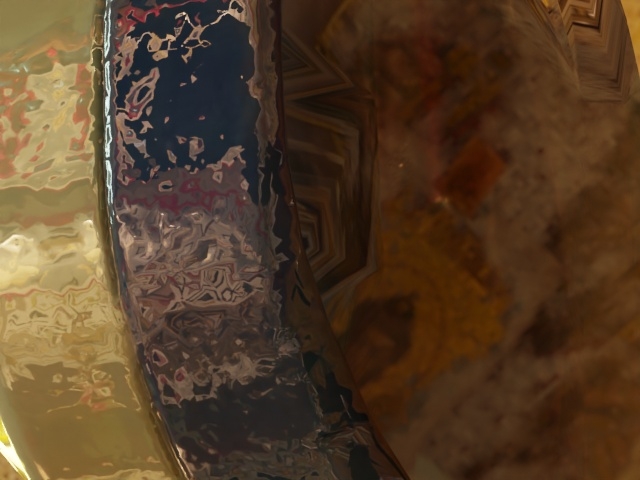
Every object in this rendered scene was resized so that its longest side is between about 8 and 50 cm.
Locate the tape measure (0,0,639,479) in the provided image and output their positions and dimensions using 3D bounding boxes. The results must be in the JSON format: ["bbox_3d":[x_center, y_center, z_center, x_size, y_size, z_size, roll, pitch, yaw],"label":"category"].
[{"bbox_3d":[0.000,0.001,0.546,0.262,0.138,0.259,23,-122,-53],"label":"tape measure"}]
